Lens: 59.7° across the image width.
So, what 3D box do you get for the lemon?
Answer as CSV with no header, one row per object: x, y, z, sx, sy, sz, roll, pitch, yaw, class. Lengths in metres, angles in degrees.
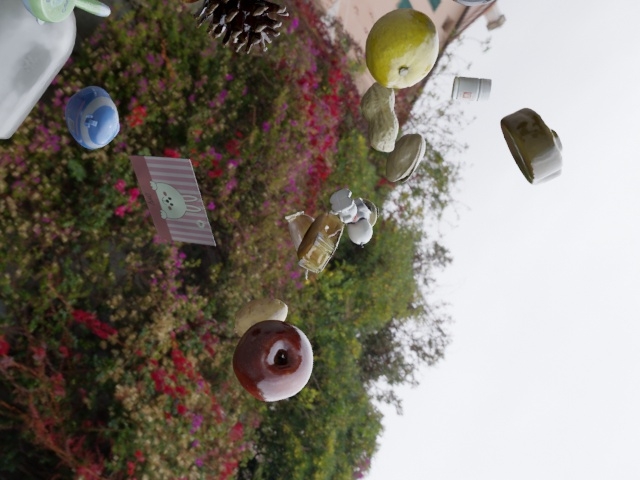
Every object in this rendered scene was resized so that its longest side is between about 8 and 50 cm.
0.188,-0.447,1.294,0.170,0.170,0.207,-17,-138,32,lemon

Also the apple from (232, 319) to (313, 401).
-0.129,0.326,1.520,0.201,0.218,0.218,-32,-159,56,apple

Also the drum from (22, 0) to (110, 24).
-0.512,-0.519,1.151,0.253,0.049,0.130,-59,171,-60,drum

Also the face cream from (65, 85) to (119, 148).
-0.556,-0.300,1.363,0.264,0.083,0.149,31,-74,51,face cream

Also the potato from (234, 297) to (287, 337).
-0.229,0.292,2.123,0.234,0.161,0.128,-55,-174,32,potato

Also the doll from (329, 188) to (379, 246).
0.124,-0.115,2.064,0.144,0.271,0.208,-20,-136,15,doll

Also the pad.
-0.425,-0.111,1.612,0.202,0.299,0.005,7,-141,19,pad

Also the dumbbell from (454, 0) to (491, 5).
0.378,-0.736,1.384,0.204,0.203,0.322,-21,-144,26,dumbbell

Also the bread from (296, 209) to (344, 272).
0.000,0.000,1.867,0.136,0.107,0.241,-54,-173,27,bread

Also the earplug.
-0.799,-0.491,1.369,0.394,0.313,0.312,-50,-152,4,earplug

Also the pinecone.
-0.195,-0.586,1.358,0.264,0.264,0.264,-27,-150,17,pinecone

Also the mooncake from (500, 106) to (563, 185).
0.613,-0.278,1.609,0.117,0.234,0.234,-26,-150,15,mooncake

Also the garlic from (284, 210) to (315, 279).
-0.053,0.013,2.193,0.149,0.266,0.128,-22,178,-27,garlic

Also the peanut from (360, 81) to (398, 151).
0.200,-0.425,1.909,0.124,0.124,0.256,-13,-108,36,peanut

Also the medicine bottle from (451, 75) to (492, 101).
0.366,-0.368,1.357,0.089,0.057,0.057,6,-139,8,medicine bottle

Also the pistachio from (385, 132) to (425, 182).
0.331,-0.324,2.181,0.135,0.136,0.225,-84,-163,-53,pistachio
